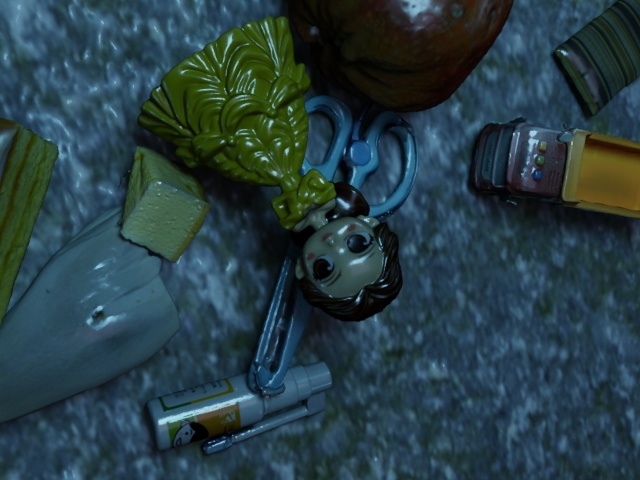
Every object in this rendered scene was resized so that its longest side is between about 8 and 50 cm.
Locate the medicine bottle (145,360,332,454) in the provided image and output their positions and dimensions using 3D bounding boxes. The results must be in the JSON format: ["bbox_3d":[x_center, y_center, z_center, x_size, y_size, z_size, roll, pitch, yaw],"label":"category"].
[{"bbox_3d":[-0.093,0.202,0.978,0.221,0.061,0.092,-13,124,-20],"label":"medicine bottle"}]

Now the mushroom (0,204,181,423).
[{"bbox_3d":[-0.300,0.110,0.866,0.329,0.122,0.159,-34,70,-17],"label":"mushroom"}]

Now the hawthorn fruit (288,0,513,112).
[{"bbox_3d":[0.093,-0.274,0.915,0.262,0.258,0.258,-21,103,-39],"label":"hawthorn fruit"}]

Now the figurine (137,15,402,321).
[{"bbox_3d":[-0.025,-0.055,0.866,0.187,0.168,0.315,-32,83,-26],"label":"figurine"}]

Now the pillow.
[{"bbox_3d":[0.422,-0.276,1.148,0.203,0.038,0.113,-38,104,-15],"label":"pillow"}]

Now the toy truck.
[{"bbox_3d":[0.341,-0.089,1.079,0.271,0.135,0.114,7,92,-22],"label":"toy truck"}]

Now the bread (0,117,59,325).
[{"bbox_3d":[-0.373,-0.012,0.773,0.184,0.110,0.234,15,87,20],"label":"bread"}]

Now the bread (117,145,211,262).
[{"bbox_3d":[-0.182,-0.047,0.899,0.084,0.109,0.080,27,107,-36],"label":"bread"}]

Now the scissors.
[{"bbox_3d":[0.000,0.000,0.983,0.180,0.032,0.392,24,78,-19],"label":"scissors"}]
